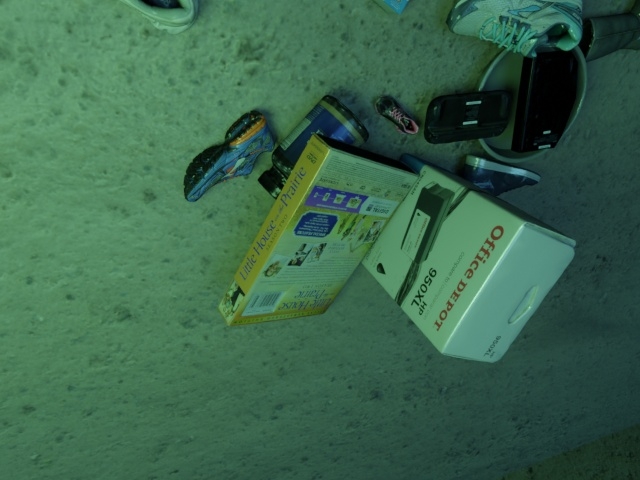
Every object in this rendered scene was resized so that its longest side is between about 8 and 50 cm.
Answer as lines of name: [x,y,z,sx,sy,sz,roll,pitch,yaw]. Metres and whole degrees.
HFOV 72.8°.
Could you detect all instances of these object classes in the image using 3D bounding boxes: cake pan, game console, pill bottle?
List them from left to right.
pill bottle: [-0.019,-0.170,0.869,0.219,0.123,0.123,-47,125,6]
game console: [0.401,-0.296,0.960,0.361,0.044,0.213,-9,117,-11]
cake pan: [0.480,-0.331,1.019,0.293,0.054,0.293,-7,118,-13]

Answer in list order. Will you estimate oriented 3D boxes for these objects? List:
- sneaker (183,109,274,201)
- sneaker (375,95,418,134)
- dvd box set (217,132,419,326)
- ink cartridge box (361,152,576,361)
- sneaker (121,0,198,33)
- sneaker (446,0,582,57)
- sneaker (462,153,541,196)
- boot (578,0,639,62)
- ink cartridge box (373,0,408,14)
sneaker: [-0.175,-0.147,0.843,0.221,0.083,0.087,-40,131,4]
sneaker: [0.169,-0.267,0.936,0.119,0.057,0.047,29,105,-32]
dvd box set: [0.000,0.000,0.916,0.307,0.062,0.420,3,127,-48]
ink cartridge box: [0.270,0.019,0.931,0.166,0.395,0.285,15,110,-30]
sneaker: [-0.309,-0.407,0.619,0.292,0.118,0.110,22,109,-30]
sneaker: [0.394,-0.431,0.862,0.283,0.110,0.122,-5,77,-5]
sneaker: [0.444,-0.121,1.110,0.226,0.086,0.163,7,107,-19]
boot: [0.704,-0.524,1.022,0.208,0.076,0.190,-9,118,-11]
ink cartridge box: [0.138,-0.498,0.797,0.088,0.052,0.122,22,108,-32]
